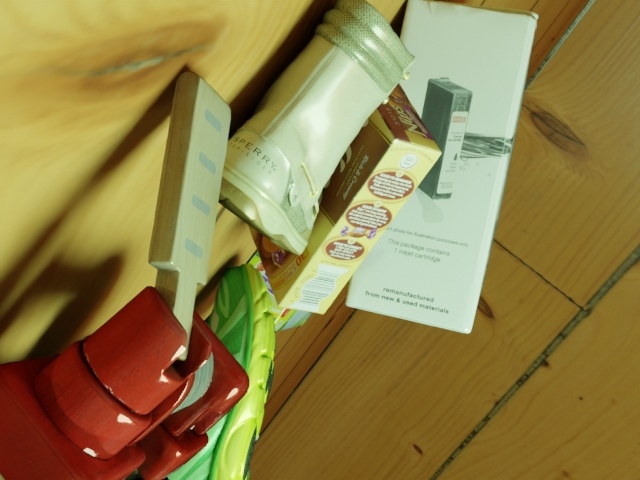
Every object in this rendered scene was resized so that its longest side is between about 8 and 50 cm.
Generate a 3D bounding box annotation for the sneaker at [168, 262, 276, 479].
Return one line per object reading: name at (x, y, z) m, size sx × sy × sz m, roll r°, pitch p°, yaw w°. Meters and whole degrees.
sneaker at (-0.112, 0.149, 0.874) m, size 0.109 × 0.123 × 0.296 m, roll 96°, pitch 7°, yaw -65°

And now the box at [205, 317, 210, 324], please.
box at (-0.131, 0.128, 1.070) m, size 0.094 × 0.027 × 0.137 m, roll -48°, pitch 172°, yaw -29°

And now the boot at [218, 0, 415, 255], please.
boot at (-0.002, -0.078, 0.688) m, size 0.165 × 0.077 × 0.213 m, roll -54°, pitch 172°, yaw -1°

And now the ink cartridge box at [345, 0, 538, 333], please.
ink cartridge box at (0.116, -0.066, 0.891) m, size 0.197 × 0.114 × 0.273 m, roll 2°, pitch 100°, yaw -80°

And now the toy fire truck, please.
toy fire truck at (-0.102, 0.053, 0.547) m, size 0.246 × 0.158 × 0.217 m, roll -41°, pitch 172°, yaw 3°

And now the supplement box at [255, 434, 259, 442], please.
supplement box at (-0.159, 0.253, 1.146) m, size 0.130 × 0.073 × 0.239 m, roll -16°, pitch 158°, yaw -21°

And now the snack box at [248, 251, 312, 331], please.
snack box at (0.000, 0.000, 1.068) m, size 0.207 × 0.070 × 0.174 m, roll -51°, pitch 170°, yaw 4°

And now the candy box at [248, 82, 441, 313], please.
candy box at (0.013, -0.041, 0.800) m, size 0.053 × 0.109 × 0.187 m, roll 11°, pitch 129°, yaw -32°
